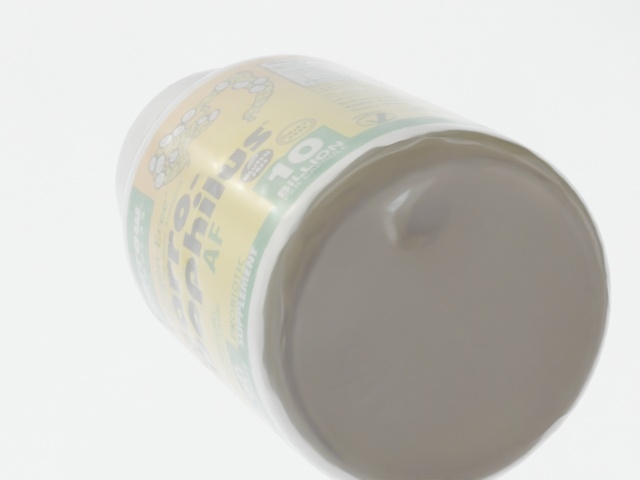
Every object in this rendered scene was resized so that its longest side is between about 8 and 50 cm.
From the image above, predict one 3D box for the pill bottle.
[{"bbox_3d":[0.000,0.000,0.680,0.118,0.208,0.117,-6,-73,-21],"label":"pill bottle"}]
